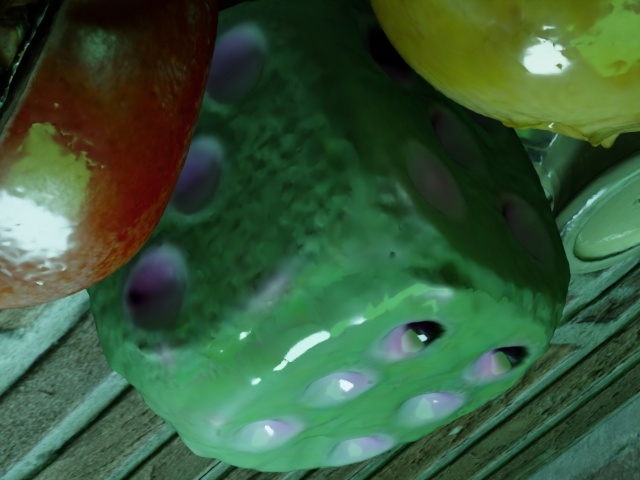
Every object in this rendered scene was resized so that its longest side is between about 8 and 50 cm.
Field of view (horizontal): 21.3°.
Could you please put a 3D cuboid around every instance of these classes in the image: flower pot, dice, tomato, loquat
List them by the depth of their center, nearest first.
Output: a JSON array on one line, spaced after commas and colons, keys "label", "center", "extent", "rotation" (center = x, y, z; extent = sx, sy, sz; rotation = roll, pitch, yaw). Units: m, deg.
[{"label": "tomato", "center": [-0.161, -0.088, 1.189], "extent": [0.143, 0.338, 0.338], "rotation": [26, 132, -16]}, {"label": "loquat", "center": [0.187, -0.234, 1.288], "extent": [0.328, 0.328, 0.328], "rotation": [-23, 156, -11]}, {"label": "dice", "center": [0.000, 0.000, 1.488], "extent": [0.322, 0.330, 0.318], "rotation": [-34, 145, 28]}, {"label": "flower pot", "center": [0.266, -0.124, 1.687], "extent": [0.307, 0.244, 0.307], "rotation": [-24, 157, -11]}]

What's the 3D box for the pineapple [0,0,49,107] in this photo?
[{"label": "pineapple", "center": [-0.329, -0.142, 1.048], "extent": [0.271, 0.262, 0.262], "rotation": [26, 131, -17]}]
